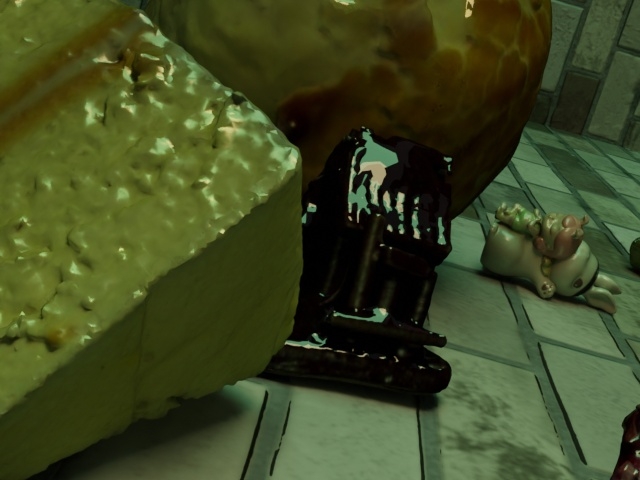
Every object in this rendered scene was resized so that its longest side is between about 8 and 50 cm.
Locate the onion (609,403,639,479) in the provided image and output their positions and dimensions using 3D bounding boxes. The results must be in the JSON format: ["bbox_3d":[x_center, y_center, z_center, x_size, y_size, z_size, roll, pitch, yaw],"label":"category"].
[{"bbox_3d":[0.250,0.146,0.443,0.227,0.120,0.283,-19,13,-13],"label":"onion"}]

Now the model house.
[{"bbox_3d":[-0.004,0.001,0.652,0.203,0.164,0.141,9,13,-15],"label":"model house"}]

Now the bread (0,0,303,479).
[{"bbox_3d":[-0.173,0.006,0.506,0.236,0.198,0.263,-38,63,-22],"label":"bread"}]

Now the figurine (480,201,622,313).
[{"bbox_3d":[0.239,0.019,0.960,0.146,0.081,0.098,21,-19,16],"label":"figurine"}]

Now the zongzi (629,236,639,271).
[{"bbox_3d":[0.409,0.038,1.128,0.104,0.052,0.113,16,27,28],"label":"zongzi"}]

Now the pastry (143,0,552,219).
[{"bbox_3d":[0.029,-0.148,0.842,0.312,0.388,0.388,53,24,6],"label":"pastry"}]
